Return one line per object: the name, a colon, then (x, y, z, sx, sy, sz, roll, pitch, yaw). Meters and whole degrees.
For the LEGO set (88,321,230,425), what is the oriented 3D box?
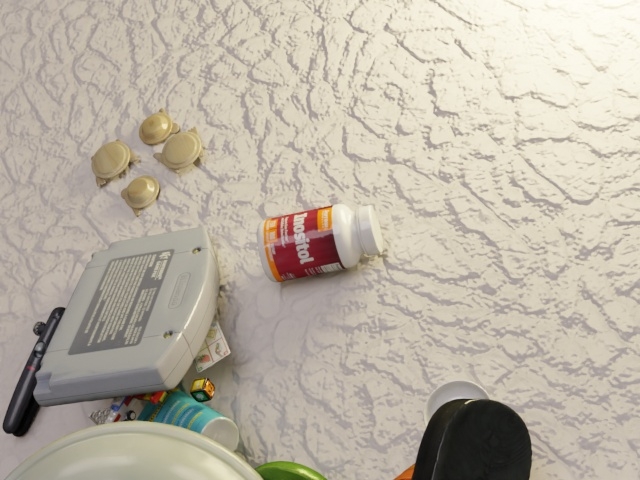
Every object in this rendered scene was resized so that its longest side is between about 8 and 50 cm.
LEGO set: (-0.213, 0.143, 1.387, 0.182, 0.060, 0.244, -32, 35, 0)

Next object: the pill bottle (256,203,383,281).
pill bottle: (0.000, 0.000, 1.421, 0.152, 0.086, 0.086, -12, 60, 12)

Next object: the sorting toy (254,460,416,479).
sorting toy: (0.009, 0.277, 1.281, 0.366, 0.127, 0.126, 3, 35, 23)

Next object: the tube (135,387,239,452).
tube: (-0.171, 0.223, 1.347, 0.080, 0.052, 0.207, -54, 28, -18)

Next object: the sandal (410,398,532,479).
sandal: (0.138, 0.378, 1.079, 0.107, 0.167, 0.445, -7, 70, 57)

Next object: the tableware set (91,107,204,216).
tableware set: (-0.257, -0.123, 1.613, 0.169, 0.020, 0.141, -40, 56, -3)

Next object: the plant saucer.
plant saucer: (-0.212, 0.400, 1.177, 0.400, 0.100, 0.400, 0, 85, 3)

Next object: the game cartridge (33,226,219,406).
game cartridge: (-0.234, 0.093, 1.405, 0.198, 0.062, 0.297, -6, 34, 12)

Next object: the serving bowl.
serving bowl: (0.165, 0.208, 1.287, 0.083, 0.027, 0.083, -8, 60, 14)

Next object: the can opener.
can opener: (-0.378, 0.176, 1.471, 0.073, 0.059, 0.186, 17, 70, 26)
